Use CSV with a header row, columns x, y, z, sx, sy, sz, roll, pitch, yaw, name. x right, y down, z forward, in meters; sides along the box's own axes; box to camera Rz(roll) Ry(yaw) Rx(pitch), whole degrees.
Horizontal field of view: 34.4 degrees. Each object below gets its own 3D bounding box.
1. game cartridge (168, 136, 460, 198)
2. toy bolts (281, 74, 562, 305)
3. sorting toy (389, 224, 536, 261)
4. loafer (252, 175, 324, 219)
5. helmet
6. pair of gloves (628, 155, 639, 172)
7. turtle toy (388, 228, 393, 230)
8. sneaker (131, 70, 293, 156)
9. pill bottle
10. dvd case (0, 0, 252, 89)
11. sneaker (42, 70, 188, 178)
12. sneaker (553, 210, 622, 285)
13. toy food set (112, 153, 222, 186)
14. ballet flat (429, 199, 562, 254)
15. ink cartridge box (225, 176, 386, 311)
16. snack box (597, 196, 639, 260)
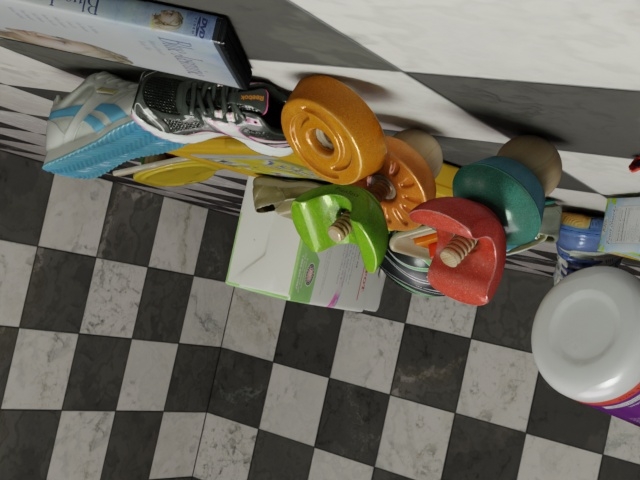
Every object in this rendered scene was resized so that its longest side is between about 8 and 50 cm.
x,y,z,sx,sy,sz,roll,pitch,yaw,name
-0.014,-0.099,1.277,0.285,0.053,0.323,14,179,-36,game cartridge
0.096,-0.073,0.917,0.228,0.158,0.218,23,144,35,toy bolts
0.221,-0.001,1.456,0.196,0.047,0.347,-20,160,30,sorting toy
-0.028,-0.051,1.338,0.148,0.050,0.056,9,176,40,loafer
0.173,0.013,1.660,0.161,0.169,0.169,31,-169,39,helmet
0.346,-0.051,0.835,0.159,0.023,0.198,12,179,0,pair of gloves
0.095,-0.051,1.427,0.130,0.066,0.095,-22,171,8,turtle toy
-0.081,-0.126,0.944,0.178,0.072,0.077,5,170,-28,sneaker
0.446,0.163,1.429,0.323,0.182,0.181,26,169,-41,pill bottle
-0.185,-0.168,0.812,0.253,0.022,0.180,12,178,3,dvd case
-0.206,-0.134,1.076,0.228,0.092,0.087,-13,162,33,sneaker
0.384,0.036,1.467,0.111,0.131,0.296,14,177,20,sneaker
-0.217,-0.131,1.536,0.128,0.071,0.218,-13,174,12,toy food set
0.216,-0.014,1.297,0.213,0.068,0.072,-4,-174,-26,ballet flat
0.000,0.000,1.662,0.119,0.207,0.353,11,177,26,ink cartridge box
0.422,0.000,1.099,0.174,0.070,0.207,12,177,-12,snack box
